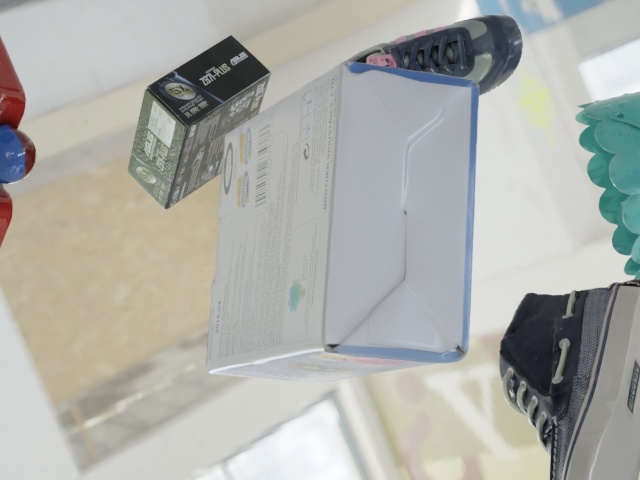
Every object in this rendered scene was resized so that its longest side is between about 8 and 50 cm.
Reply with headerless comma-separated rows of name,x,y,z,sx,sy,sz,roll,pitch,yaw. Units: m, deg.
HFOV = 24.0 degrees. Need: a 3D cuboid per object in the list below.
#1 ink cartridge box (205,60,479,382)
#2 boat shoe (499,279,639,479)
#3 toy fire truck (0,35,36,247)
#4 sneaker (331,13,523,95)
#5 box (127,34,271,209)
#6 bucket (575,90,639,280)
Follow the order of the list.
ink cartridge box,0.000,0.000,1.514,0.151,0.270,0.395,9,169,-23
boat shoe,0.266,0.193,1.656,0.158,0.127,0.340,-4,-136,31
toy fire truck,-0.358,-0.071,1.373,0.169,0.254,0.302,5,116,-53
sneaker,0.143,-0.245,2.141,0.131,0.112,0.319,-5,173,-39
box,-0.154,-0.147,1.893,0.147,0.077,0.180,-37,162,-32
bucket,0.486,-0.089,2.119,0.183,0.281,0.281,-18,-176,5
